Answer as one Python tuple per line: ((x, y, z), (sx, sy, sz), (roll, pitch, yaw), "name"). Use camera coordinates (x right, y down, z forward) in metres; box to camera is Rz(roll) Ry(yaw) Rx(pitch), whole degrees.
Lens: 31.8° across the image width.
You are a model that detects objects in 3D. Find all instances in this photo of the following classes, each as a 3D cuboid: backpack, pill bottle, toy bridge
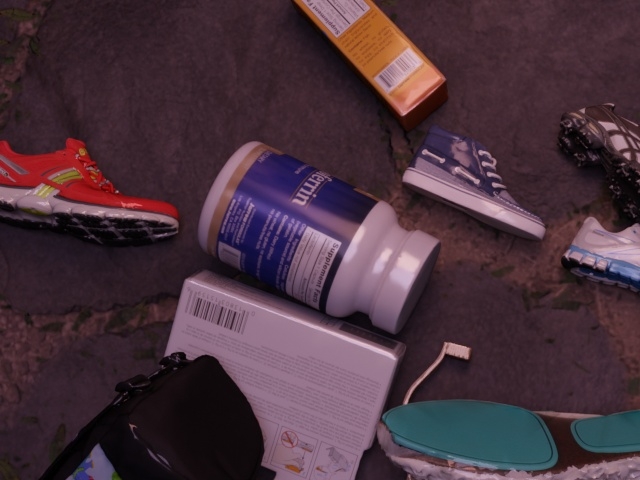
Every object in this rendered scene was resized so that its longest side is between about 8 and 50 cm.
((-0.225, 0.330, 1.241), (0.355, 0.290, 0.273), (-36, 89, 12), "backpack")
((0.000, 0.000, 1.346), (0.264, 0.153, 0.153), (26, 82, 11), "pill bottle")
((0.128, 0.213, 1.347), (0.063, 0.026, 0.188), (15, 80, 13), "toy bridge")

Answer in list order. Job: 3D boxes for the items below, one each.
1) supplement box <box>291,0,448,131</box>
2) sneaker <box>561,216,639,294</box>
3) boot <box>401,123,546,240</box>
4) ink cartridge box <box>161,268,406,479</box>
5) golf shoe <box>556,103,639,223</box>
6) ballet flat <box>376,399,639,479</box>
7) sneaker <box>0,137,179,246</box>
((0.060, -0.252, 1.432), (0.080, 0.078, 0.233), (-39, 75, 1), "supplement box")
((0.390, 0.023, 1.335), (0.190, 0.071, 0.083), (22, 76, 11), "sneaker")
((0.200, -0.073, 1.377), (0.190, 0.069, 0.086), (25, 85, 14), "boot")
((-0.061, 0.193, 1.362), (0.275, 0.060, 0.239), (20, 106, 11), "ink cartridge box")
((0.377, -0.097, 1.346), (0.094, 0.077, 0.198), (-28, 63, -21), "golf shoe")
((0.267, 0.262, 1.253), (0.408, 0.147, 0.147), (1, 78, 0), "ballet flat")
((-0.308, -0.071, 1.430), (0.279, 0.107, 0.118), (13, 70, 7), "sneaker")
